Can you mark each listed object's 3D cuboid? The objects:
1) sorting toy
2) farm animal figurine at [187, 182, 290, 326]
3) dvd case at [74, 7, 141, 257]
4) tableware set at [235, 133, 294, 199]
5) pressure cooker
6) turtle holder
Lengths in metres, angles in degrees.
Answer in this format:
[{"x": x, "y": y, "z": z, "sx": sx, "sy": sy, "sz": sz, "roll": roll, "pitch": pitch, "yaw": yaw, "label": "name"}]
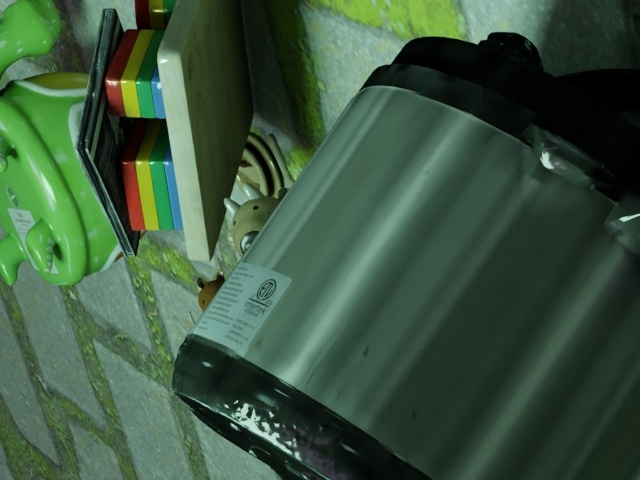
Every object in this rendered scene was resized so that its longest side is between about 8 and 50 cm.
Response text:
[{"x": -0.144, "y": -0.157, "z": 1.971, "sx": 0.089, "sy": 0.255, "sz": 0.257, "roll": 2, "pitch": 131, "yaw": 9, "label": "sorting toy"}, {"x": 0.000, "y": 0.000, "z": 1.908, "sx": 0.172, "sy": 0.330, "sz": 0.327, "roll": 57, "pitch": -177, "yaw": 3, "label": "farm animal figurine"}, {"x": -0.204, "y": -0.105, "z": 1.956, "sx": 0.221, "sy": 0.018, "sz": 0.164, "roll": 76, "pitch": -161, "yaw": -61, "label": "dvd case"}, {"x": -0.061, "y": -0.027, "z": 2.191, "sx": 0.128, "sy": 0.039, "sz": 0.194, "roll": -2, "pitch": 115, "yaw": 62, "label": "tableware set"}, {"x": 0.137, "y": 0.043, "z": 1.485, "sx": 0.370, "sy": 0.420, "sz": 0.375, "roll": 29, "pitch": 168, "yaw": 25, "label": "pressure cooker"}, {"x": -0.327, "y": -0.112, "z": 2.382, "sx": 0.320, "sy": 0.227, "sz": 0.243, "roll": 56, "pitch": 156, "yaw": 13, "label": "turtle holder"}]
